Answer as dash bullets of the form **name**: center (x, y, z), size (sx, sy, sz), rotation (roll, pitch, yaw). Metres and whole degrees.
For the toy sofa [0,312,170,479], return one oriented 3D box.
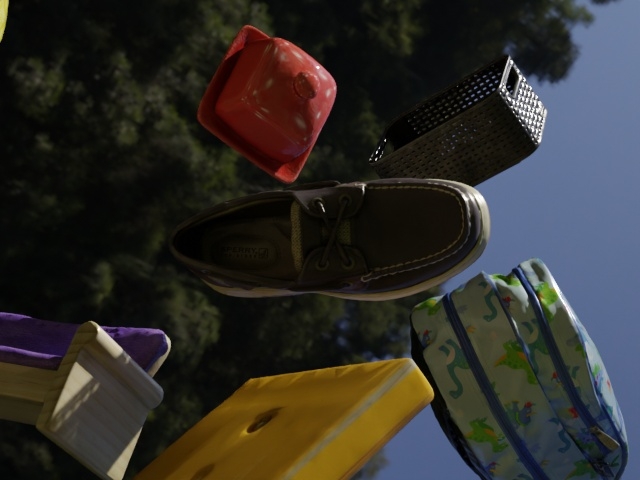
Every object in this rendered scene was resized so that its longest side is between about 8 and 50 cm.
- **toy sofa**: center (-0.353, 0.127, 1.257), size (0.363, 0.150, 0.177), rotation (6, -120, 28)

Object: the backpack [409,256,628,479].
- **backpack**: center (0.244, 0.182, 1.453), size (0.273, 0.355, 0.290), rotation (-36, -139, 24)

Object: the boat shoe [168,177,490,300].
- **boat shoe**: center (0.000, 0.000, 1.008), size (0.285, 0.092, 0.102), rotation (-4, -97, 27)

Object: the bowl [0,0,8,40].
- **bowl**: center (-0.471, -0.194, 1.265), size (0.289, 0.289, 0.156), rotation (2, -79, 55)

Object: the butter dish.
- **butter dish**: center (-0.043, -0.177, 1.445), size (0.118, 0.160, 0.160), rotation (-17, -136, 55)

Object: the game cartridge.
- **game cartridge**: center (-0.092, 0.221, 1.000), size (0.324, 0.052, 0.285), rotation (-40, -168, -31)

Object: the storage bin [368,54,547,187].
- **storage bin**: center (0.157, -0.118, 1.341), size (0.180, 0.084, 0.122), rotation (-28, -161, 29)
